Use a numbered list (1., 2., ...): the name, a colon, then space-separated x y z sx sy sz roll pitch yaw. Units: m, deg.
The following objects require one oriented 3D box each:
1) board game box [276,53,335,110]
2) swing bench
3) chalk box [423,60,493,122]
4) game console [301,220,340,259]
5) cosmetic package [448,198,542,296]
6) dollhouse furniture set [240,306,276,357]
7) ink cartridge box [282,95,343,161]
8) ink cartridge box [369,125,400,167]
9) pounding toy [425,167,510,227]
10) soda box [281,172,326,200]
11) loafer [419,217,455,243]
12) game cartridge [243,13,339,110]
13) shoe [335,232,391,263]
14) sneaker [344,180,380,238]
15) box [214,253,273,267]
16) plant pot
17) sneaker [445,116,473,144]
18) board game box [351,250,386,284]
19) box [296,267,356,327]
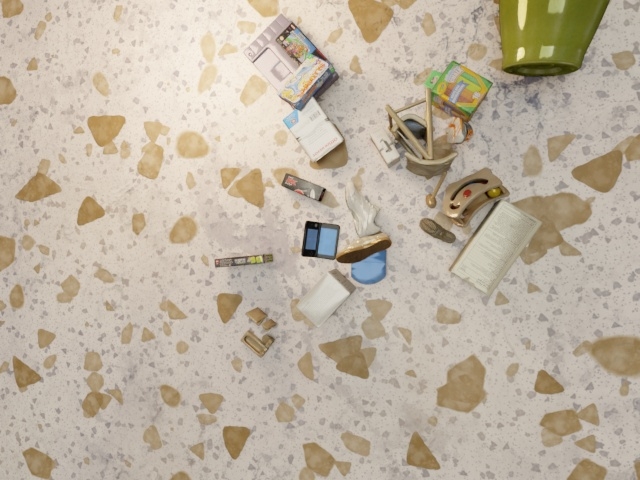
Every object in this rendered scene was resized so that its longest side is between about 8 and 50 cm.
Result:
1. board game box: -0.057 -0.597 1.514 0.201 0.035 0.136 -49 53 2
2. swing bench: 0.349 -0.349 1.409 0.165 0.253 0.254 -20 85 12
3. chalk box: 0.478 -0.540 1.442 0.213 0.132 0.132 34 96 10
4. game console: 0.000 0.000 1.574 0.085 0.124 0.143 8 92 39
5. cosmetic package: 0.611 0.025 1.424 0.160 0.113 0.309 35 98 10
6. dollhouse furniture set: -0.263 0.379 1.608 0.144 0.123 0.151 38 98 10
7. ink cartridge box: -0.025 -0.425 1.556 0.148 0.086 0.203 -35 97 10
8. ink cartridge box: 0.244 -0.349 1.510 0.056 0.099 0.135 -31 85 10
9. pounding toy: 0.492 -0.154 1.395 0.270 0.155 0.154 -26 45 33
10. soda box: -0.067 -0.212 1.602 0.169 0.053 0.060 23 95 12
11. loafer: 0.435 -0.032 1.496 0.148 0.050 0.056 39 95 25
12. game cartridge: -0.119 -0.710 1.612 0.230 0.068 0.355 -43 82 13
13. shoe: 0.160 0.028 1.519 0.219 0.076 0.058 -20 44 10
14. sneaker: 0.166 -0.125 1.543 0.116 0.090 0.232 -19 95 5
15. box: -0.309 0.081 1.624 0.207 0.114 0.036 -6 89 13
16. plant pot: 0.741 -0.734 1.301 0.367 0.366 0.352 8 104 12
17. sneaker: 0.495 -0.381 1.407 0.083 0.214 0.084 26 122 0
18. board game box: 0.186 0.086 1.558 0.133 0.033 0.168 0 91 8
19. box: 0.026 0.212 1.516 0.119 0.181 0.182 43 99 9
